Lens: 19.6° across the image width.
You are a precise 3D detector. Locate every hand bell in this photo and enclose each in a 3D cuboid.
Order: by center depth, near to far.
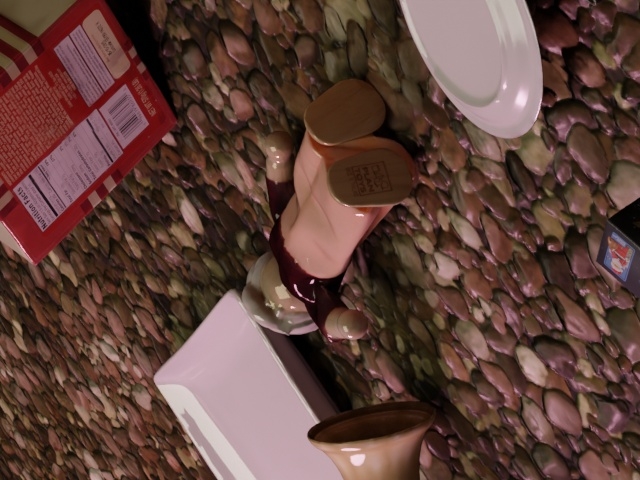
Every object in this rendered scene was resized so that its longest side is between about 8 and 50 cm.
[{"bbox_3d":[0.072,0.288,1.782,0.126,0.126,0.242,4,108,58],"label":"hand bell"}]

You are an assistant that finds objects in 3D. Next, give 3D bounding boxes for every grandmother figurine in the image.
[{"bbox_3d":[0.000,0.000,1.704,0.342,0.104,0.208,119,144,-63],"label":"grandmother figurine"}]

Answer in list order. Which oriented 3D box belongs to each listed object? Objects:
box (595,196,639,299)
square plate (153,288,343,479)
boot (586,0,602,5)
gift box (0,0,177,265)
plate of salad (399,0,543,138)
[{"bbox_3d":[0.309,0.033,1.139,0.233,0.159,0.044,43,149,26],"label":"box"},{"bbox_3d":[-0.037,0.238,2.056,0.344,0.049,0.347,55,153,6],"label":"square plate"},{"bbox_3d":[0.130,-0.300,1.195,0.229,0.091,0.263,37,151,25],"label":"boot"},{"bbox_3d":[-0.320,-0.168,1.901,0.258,0.276,0.255,30,155,37],"label":"gift box"},{"bbox_3d":[0.114,-0.171,1.378,0.200,0.048,0.200,53,158,32],"label":"plate of salad"}]
